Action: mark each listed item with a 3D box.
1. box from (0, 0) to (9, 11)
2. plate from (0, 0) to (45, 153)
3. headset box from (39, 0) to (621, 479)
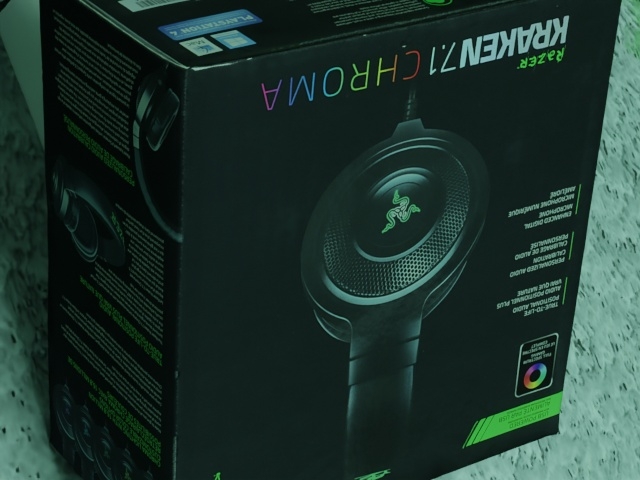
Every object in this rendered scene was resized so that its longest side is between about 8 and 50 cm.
[{"bbox_3d":[-0.261,-0.198,0.823,0.163,0.142,0.247,-18,86,-28],"label":"box"},{"bbox_3d":[-0.036,-0.146,0.946,0.277,0.045,0.278,-24,106,-17],"label":"plate"},{"bbox_3d":[0.000,0.000,0.878,0.246,0.131,0.283,-15,124,-32],"label":"headset box"}]
